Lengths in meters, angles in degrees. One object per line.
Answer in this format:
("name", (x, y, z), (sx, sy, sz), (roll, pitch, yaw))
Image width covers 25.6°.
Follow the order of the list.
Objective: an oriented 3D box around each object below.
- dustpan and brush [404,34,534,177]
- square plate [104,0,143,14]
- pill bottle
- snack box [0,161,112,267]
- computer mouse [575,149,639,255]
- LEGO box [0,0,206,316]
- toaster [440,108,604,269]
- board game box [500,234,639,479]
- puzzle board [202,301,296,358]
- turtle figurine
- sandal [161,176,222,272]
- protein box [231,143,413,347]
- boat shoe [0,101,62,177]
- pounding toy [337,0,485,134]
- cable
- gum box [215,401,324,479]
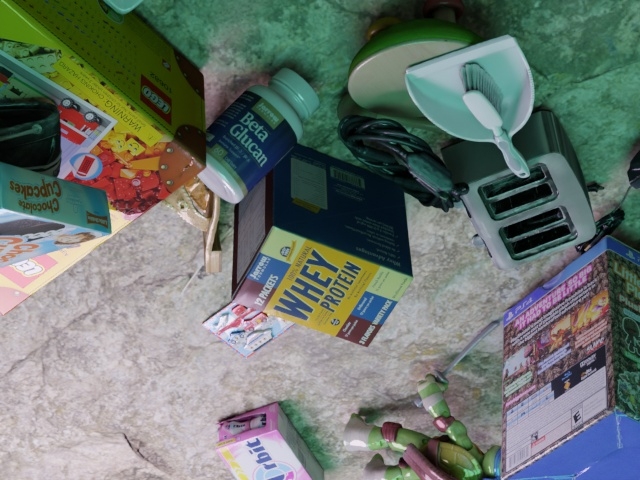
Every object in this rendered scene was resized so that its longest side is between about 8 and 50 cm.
("dustpan and brush", (0.209, -0.149, 1.714), (0.147, 0.060, 0.211), (-16, 145, 24))
("square plate", (-0.217, -0.473, 1.562), (0.347, 0.049, 0.344), (-36, 120, 19))
("pill bottle", (-0.082, -0.136, 1.775), (0.169, 0.094, 0.094), (-47, 124, -14))
("snack box", (-0.417, -0.006, 1.575), (0.322, 0.060, 0.187), (-16, 165, 26))
("computer mouse", (0.426, -0.061, 1.907), (0.071, 0.041, 0.242), (-5, 139, -41))
("LEGO box", (-0.437, -0.188, 1.676), (0.372, 0.193, 0.500), (-34, 127, 23))
("toaster", (0.272, -0.068, 1.870), (0.185, 0.110, 0.168), (-21, 127, 14))
("board game box", (0.374, 0.185, 1.933), (0.141, 0.291, 0.232), (27, 136, -21))
("puzzle board", (-0.096, 0.118, 2.071), (0.128, 0.011, 0.096), (-35, 121, 24))
("turtle figurine", (0.190, 0.294, 2.163), (0.266, 0.275, 0.198), (-8, 154, 30))
("sandal", (-0.174, -0.046, 1.890), (0.079, 0.088, 0.240), (-4, 134, -6))
("protein box", (0.000, 0.000, 1.857), (0.199, 0.201, 0.136), (20, 126, -16))
("boat shoe", (-0.437, -0.112, 1.538), (0.306, 0.113, 0.105), (1, 128, -11))
("pounding toy", (0.116, -0.231, 1.759), (0.183, 0.110, 0.237), (0, 156, -10))
("cable", (0.101, -0.103, 1.797), (0.184, 0.150, 0.047), (33, 82, -8))
("gum box", (-0.080, 0.343, 2.217), (0.107, 0.062, 0.188), (-20, 126, 14))
